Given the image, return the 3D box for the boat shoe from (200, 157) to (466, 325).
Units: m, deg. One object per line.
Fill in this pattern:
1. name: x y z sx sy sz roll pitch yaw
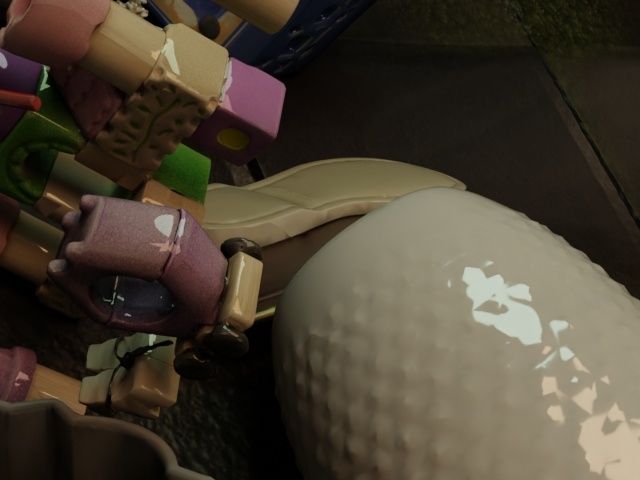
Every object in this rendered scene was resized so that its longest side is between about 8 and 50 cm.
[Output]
1. boat shoe: 0.000 0.000 0.974 0.116 0.097 0.324 20 22 36

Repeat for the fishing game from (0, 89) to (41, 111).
1. fishing game: -0.250 0.020 0.574 0.264 0.189 0.041 -66 151 -21

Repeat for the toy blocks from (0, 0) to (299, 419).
1. toy blocks: -0.197 -0.061 0.724 0.260 0.288 0.309 28 47 -25

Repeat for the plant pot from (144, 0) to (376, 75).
1. plant pot: -0.057 -0.278 1.016 0.236 0.236 0.212 48 28 1

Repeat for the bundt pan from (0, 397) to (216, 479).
1. bundt pan: -0.198 0.200 0.540 0.330 0.124 0.331 0 22 0

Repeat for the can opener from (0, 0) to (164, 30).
1. can opener: -0.237 -0.179 0.932 0.280 0.074 0.093 22 77 -19

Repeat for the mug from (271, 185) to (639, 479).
1. mug: 0.140 0.146 0.874 0.328 0.276 0.374 54 11 21
